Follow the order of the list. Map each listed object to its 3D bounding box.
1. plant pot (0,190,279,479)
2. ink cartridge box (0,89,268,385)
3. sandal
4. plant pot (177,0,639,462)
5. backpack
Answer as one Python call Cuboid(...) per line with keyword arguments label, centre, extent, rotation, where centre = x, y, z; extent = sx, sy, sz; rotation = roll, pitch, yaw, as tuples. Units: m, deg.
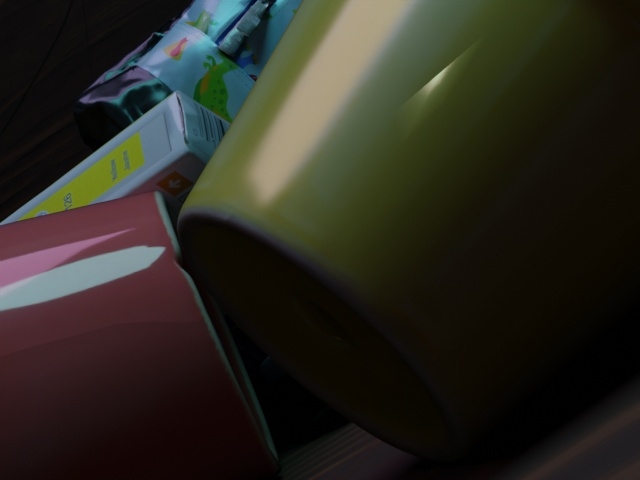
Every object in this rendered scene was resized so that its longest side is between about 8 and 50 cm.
Cuboid(label="plant pot", centre=(-0.171, 0.104, 1.027), extent=(0.243, 0.275, 0.275), rotation=(-23, 0, -2))
Cuboid(label="ink cartridge box", centre=(-0.108, 0.052, 1.227), extent=(0.307, 0.072, 0.303), rotation=(-31, -39, 27))
Cuboid(label="sandal", centre=(-0.002, 0.105, 1.164), extent=(0.097, 0.054, 0.254), rotation=(-26, -12, -23))
Cuboid(label="plant pot", centre=(0.070, -0.043, 0.745), extent=(0.239, 0.254, 0.254), rotation=(-48, 5, -17))
Cuboid(label="backpack", centre=(0.017, -0.148, 1.306), extent=(0.356, 0.273, 0.290), rotation=(-59, -22, -14))
